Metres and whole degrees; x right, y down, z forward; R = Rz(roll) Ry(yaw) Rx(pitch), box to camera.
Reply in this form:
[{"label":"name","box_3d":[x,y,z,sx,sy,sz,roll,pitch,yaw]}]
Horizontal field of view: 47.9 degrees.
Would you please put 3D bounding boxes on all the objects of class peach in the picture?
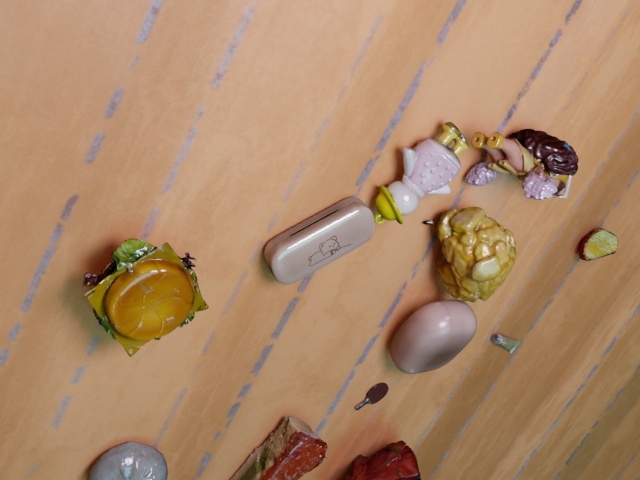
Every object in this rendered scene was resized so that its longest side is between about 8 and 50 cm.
[{"label":"peach","box_3d":[0.601,0.014,1.575,0.077,0.050,0.083,32,91,-18]}]

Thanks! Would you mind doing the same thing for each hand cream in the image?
[{"label":"hand cream","box_3d":[0.419,0.232,1.635,0.102,0.022,0.035,25,105,-45]}]

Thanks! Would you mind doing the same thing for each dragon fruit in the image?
[{"label":"dragon fruit","box_3d":[0.115,0.534,1.587,0.204,0.152,0.317,-10,136,-1]}]

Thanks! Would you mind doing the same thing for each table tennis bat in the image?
[{"label":"table tennis bat","box_3d":[0.108,0.330,1.520,0.083,0.007,0.050,-34,132,-10]}]

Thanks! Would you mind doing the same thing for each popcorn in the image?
[{"label":"popcorn","box_3d":[0.291,0.027,1.326,0.140,0.163,0.194,-30,126,-23]}]

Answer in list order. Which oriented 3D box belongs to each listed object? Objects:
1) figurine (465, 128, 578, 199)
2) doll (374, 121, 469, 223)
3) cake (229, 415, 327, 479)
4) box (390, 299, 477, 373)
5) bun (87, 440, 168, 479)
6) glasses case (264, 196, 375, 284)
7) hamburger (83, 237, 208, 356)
[{"label":"figurine","box_3d":[0.359,-0.139,1.267,0.240,0.174,0.116,0,104,-38]},{"label":"doll","box_3d":[0.166,-0.104,1.215,0.207,0.081,0.129,-46,124,6]},{"label":"cake","box_3d":[-0.080,0.452,1.435,0.116,0.086,0.220,28,102,-38]},{"label":"box","box_3d":[0.219,0.189,1.410,0.145,0.088,0.200,-4,144,-28]},{"label":"bun","box_3d":[-0.335,0.424,1.265,0.140,0.083,0.141,-14,128,-19]},{"label":"glasses case","box_3d":[0.000,0.000,1.204,0.196,0.050,0.083,-30,133,-11]},{"label":"hamburger","box_3d":[-0.261,0.072,1.066,0.164,0.093,0.190,-23,131,-19]}]
